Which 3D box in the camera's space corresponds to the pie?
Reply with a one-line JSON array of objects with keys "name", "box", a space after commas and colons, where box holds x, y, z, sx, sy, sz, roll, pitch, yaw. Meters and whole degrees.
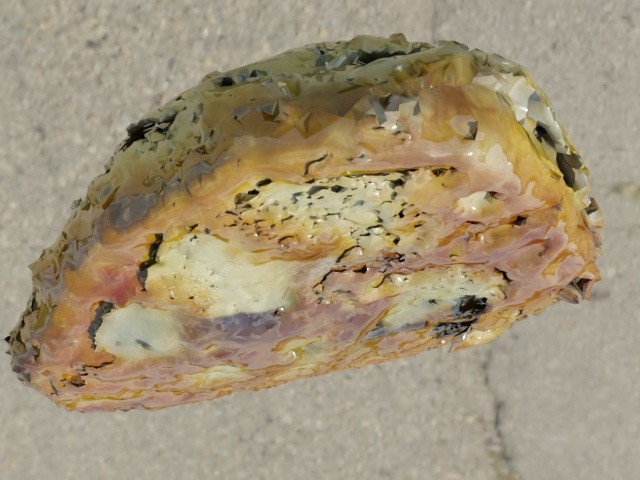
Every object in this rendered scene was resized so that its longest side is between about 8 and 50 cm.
[{"name": "pie", "box": [0.000, 0.001, 0.646, 0.308, 0.086, 0.308, -8, 150, -5]}]
